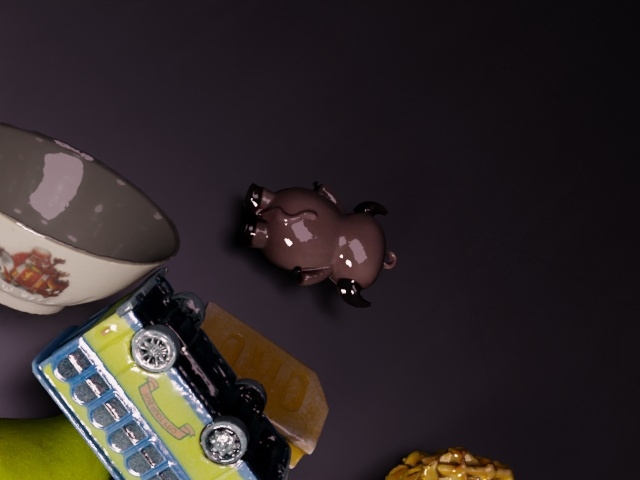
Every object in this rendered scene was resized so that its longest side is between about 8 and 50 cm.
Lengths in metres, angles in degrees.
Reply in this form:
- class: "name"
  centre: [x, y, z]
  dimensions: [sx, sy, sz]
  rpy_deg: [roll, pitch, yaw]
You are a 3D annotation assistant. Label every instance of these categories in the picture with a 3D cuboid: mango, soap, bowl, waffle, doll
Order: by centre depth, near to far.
- class: "mango"
  centre: [-0.388, 0.297, 1.203]
  dimensions: [0.293, 0.143, 0.175]
  rpy_deg: [-10, 67, -41]
- class: "bowl"
  centre: [-0.365, -0.007, 1.255]
  dimensions: [0.337, 0.337, 0.158]
  rpy_deg: [26, 106, -20]
- class: "soap"
  centre: [-0.100, 0.205, 1.384]
  dimensions: [0.232, 0.073, 0.140]
  rpy_deg: [35, 41, -9]
- class: "waffle"
  centre: [0.184, 0.461, 1.457]
  dimensions: [0.324, 0.151, 0.261]
  rpy_deg: [-34, 96, -32]
- class: "doll"
  centre: [-0.001, -0.001, 1.504]
  dimensions: [0.257, 0.117, 0.182]
  rpy_deg: [19, 69, -22]

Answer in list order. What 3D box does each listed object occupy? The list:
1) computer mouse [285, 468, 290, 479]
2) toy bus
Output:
- class: "computer mouse"
  centre: [-0.100, 0.342, 1.379]
  dimensions: [0.126, 0.071, 0.231]
  rpy_deg: [27, 64, -19]
- class: "toy bus"
  centre: [-0.192, 0.214, 1.235]
  dimensions: [0.312, 0.190, 0.152]
  rpy_deg: [55, 15, -9]
